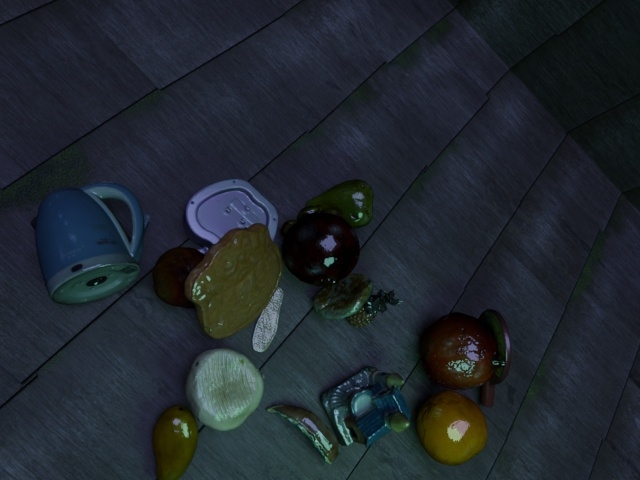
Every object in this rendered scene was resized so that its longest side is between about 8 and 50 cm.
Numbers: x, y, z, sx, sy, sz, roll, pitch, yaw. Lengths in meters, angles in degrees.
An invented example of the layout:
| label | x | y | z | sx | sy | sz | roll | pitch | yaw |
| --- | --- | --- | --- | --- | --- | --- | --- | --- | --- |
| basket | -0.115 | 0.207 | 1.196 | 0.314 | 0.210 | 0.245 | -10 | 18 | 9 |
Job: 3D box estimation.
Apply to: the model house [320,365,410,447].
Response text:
| label | x | y | z | sx | sy | sz | roll | pitch | yaw |
| --- | --- | --- | --- | --- | --- | --- | --- | --- | --- |
| model house | 0.194 | 0.570 | 1.433 | 0.267 | 0.325 | 0.193 | -23 | 86 | -26 |

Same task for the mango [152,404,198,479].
| label | x | y | z | sx | sy | sz | roll | pitch | yaw |
| --- | --- | --- | --- | --- | --- | --- | --- | --- | --- |
| mango | -0.448 | 0.626 | 1.283 | 0.136 | 0.099 | 0.227 | 7 | 80 | -25 |

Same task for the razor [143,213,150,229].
| label | x | y | z | sx | sy | sz | roll | pitch | yaw |
| --- | --- | --- | --- | --- | --- | --- | --- | --- | --- |
| razor | -0.632 | -0.004 | 1.422 | 0.068 | 0.037 | 0.191 | 13 | 64 | 20 |

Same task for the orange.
| label | x | y | z | sx | sy | sz | roll | pitch | yaw |
| --- | --- | --- | --- | --- | --- | --- | --- | --- | --- |
| orange | 0.487 | 0.700 | 1.551 | 0.261 | 0.261 | 0.260 | 6 | 73 | -21 |

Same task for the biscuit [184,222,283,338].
| label | x | y | z | sx | sy | sz | roll | pitch | yaw |
| --- | --- | --- | --- | --- | --- | --- | --- | --- | --- |
| biscuit | -0.260 | 0.135 | 1.387 | 0.062 | 0.364 | 0.385 | 17 | 48 | 31 |

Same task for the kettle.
| label | x | y | z | sx | sy | sz | roll | pitch | yaw |
| --- | --- | --- | --- | --- | --- | --- | --- | --- | --- |
| kettle | -0.704 | -0.025 | 1.286 | 0.320 | 0.247 | 0.341 | -24 | 73 | -14 |

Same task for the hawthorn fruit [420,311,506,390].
| label | x | y | z | sx | sy | sz | roll | pitch | yaw |
| --- | --- | --- | --- | --- | --- | --- | --- | --- | --- |
| hawthorn fruit | 0.546 | 0.433 | 1.646 | 0.316 | 0.316 | 0.315 | 6 | 73 | -21 |

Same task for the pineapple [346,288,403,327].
| label | x | y | z | sx | sy | sz | roll | pitch | yaw |
| --- | --- | --- | --- | --- | --- | --- | --- | --- | --- |
| pineapple | 0.193 | 0.249 | 1.565 | 0.125 | 0.251 | 0.125 | 15 | 59 | -26 |

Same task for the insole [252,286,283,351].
| label | x | y | z | sx | sy | sz | roll | pitch | yaw |
| --- | --- | --- | --- | --- | --- | --- | --- | --- | --- |
| insole | -0.190 | 0.287 | 1.531 | 0.081 | 0.011 | 0.247 | 20 | 68 | -15 |

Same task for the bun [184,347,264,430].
| label | x | y | z | sx | sy | sz | roll | pitch | yaw |
| --- | --- | --- | --- | --- | --- | --- | --- | --- | --- |
| bun | -0.315 | 0.484 | 1.346 | 0.260 | 0.160 | 0.259 | 17 | 55 | -26 |

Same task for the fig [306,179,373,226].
| label | x | y | z | sx | sy | sz | roll | pitch | yaw |
| --- | --- | --- | --- | --- | --- | --- | --- | --- | --- |
| fig | 0.078 | -0.152 | 1.693 | 0.275 | 0.206 | 0.205 | 4 | 72 | 3 |

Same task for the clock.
| label | x | y | z | sx | sy | sz | roll | pitch | yaw |
| --- | --- | --- | --- | --- | --- | --- | --- | --- | --- |
| clock | -0.327 | -0.057 | 1.526 | 0.339 | 0.102 | 0.338 | 6 | 73 | -20 |

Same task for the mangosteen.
| label | x | y | z | sx | sy | sz | roll | pitch | yaw |
| --- | --- | --- | --- | --- | --- | --- | --- | --- | --- |
| mangosteen | 0.001 | 0.019 | 1.541 | 0.312 | 0.311 | 0.310 | 6 | 73 | -21 |

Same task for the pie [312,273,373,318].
| label | x | y | z | sx | sy | sz | roll | pitch | yaw |
| --- | --- | --- | --- | --- | --- | --- | --- | --- | --- |
| pie | 0.086 | 0.205 | 1.558 | 0.240 | 0.241 | 0.054 | -42 | 120 | -26 |

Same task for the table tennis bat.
| label | x | y | z | sx | sy | sz | roll | pitch | yaw |
| --- | --- | --- | --- | --- | --- | --- | --- | --- | --- |
| table tennis bat | 0.704 | 0.488 | 1.720 | 0.051 | 0.268 | 0.413 | 0 | 101 | -5 |

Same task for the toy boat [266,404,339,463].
| label | x | y | z | sx | sy | sz | roll | pitch | yaw |
| --- | --- | --- | --- | --- | --- | --- | --- | --- | --- |
| toy boat | -0.046 | 0.648 | 1.440 | 0.293 | 0.108 | 0.099 | 42 | 96 | 0 |

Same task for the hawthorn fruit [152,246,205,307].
| label | x | y | z | sx | sy | sz | roll | pitch | yaw |
| --- | --- | --- | --- | --- | --- | --- | --- | --- | --- |
| hawthorn fruit | -0.435 | 0.113 | 1.351 | 0.208 | 0.248 | 0.207 | 8 | 69 | -22 |
